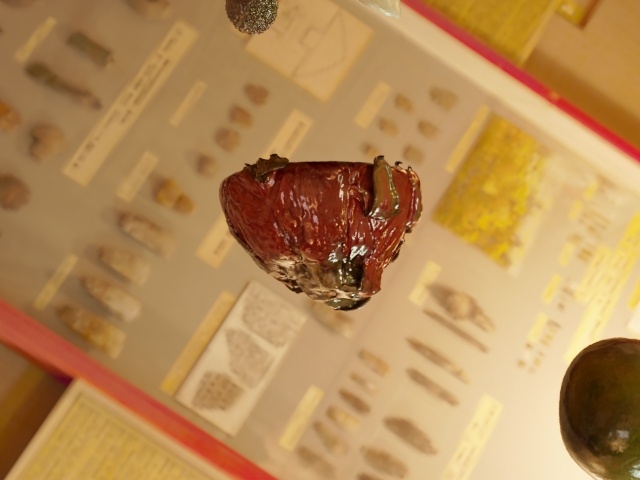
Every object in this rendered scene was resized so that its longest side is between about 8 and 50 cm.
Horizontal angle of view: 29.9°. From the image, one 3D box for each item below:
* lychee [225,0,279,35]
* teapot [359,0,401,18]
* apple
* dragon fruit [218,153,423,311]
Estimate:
[{"bbox_3d":[-0.083,-0.291,1.478,0.068,0.067,0.083,-61,-176,-23],"label":"lychee"},{"bbox_3d":[0.026,-0.339,1.018,0.208,0.300,0.166,-2,135,-38],"label":"teapot"},{"bbox_3d":[0.386,0.212,1.487,0.157,0.196,0.196,-13,-149,36],"label":"apple"},{"bbox_3d":[0.002,0.000,1.272,0.224,0.218,0.148,157,-67,-71],"label":"dragon fruit"}]
